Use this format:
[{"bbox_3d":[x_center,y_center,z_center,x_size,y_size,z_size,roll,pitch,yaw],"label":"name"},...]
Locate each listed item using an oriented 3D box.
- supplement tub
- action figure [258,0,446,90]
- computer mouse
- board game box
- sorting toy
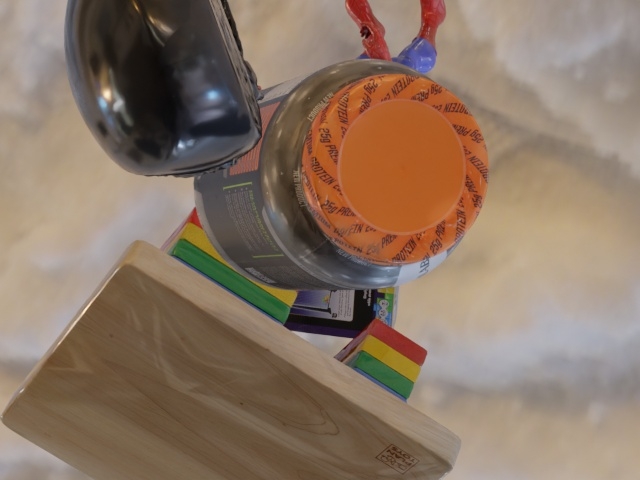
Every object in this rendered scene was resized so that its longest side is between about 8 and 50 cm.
[{"bbox_3d":[0.010,-0.032,1.038,0.117,0.117,0.190,41,168,-13],"label":"supplement tub"},{"bbox_3d":[0.021,-0.123,1.418,0.091,0.280,0.139,-17,126,22],"label":"action figure"},{"bbox_3d":[-0.044,-0.058,0.568,0.041,0.242,0.071,-20,97,2],"label":"computer mouse"},{"bbox_3d":[0.000,0.000,1.709,0.141,0.048,0.170,8,123,7],"label":"board game box"},{"bbox_3d":[-0.059,0.109,1.403,0.257,0.089,0.255,32,141,-9],"label":"sorting toy"}]
